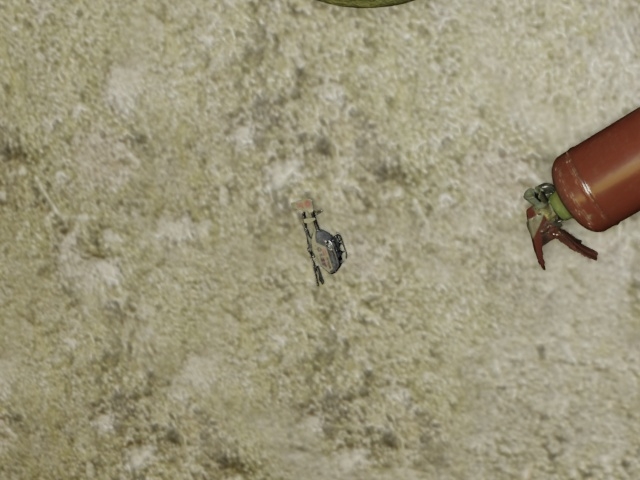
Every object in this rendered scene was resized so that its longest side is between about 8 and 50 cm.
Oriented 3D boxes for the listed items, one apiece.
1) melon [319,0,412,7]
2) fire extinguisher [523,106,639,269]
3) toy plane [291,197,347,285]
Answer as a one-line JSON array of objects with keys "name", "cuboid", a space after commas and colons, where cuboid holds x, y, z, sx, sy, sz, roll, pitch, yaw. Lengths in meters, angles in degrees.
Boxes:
[{"name": "melon", "cuboid": [0.022, -0.383, 1.291, 0.329, 0.248, 0.248, 16, 112, 16]}, {"name": "fire extinguisher", "cuboid": [0.369, -0.076, 1.367, 0.337, 0.106, 0.147, -33, 120, 25]}, {"name": "toy plane", "cuboid": [0.000, 0.000, 1.542, 0.049, 0.031, 0.120, -9, 108, 29]}]
